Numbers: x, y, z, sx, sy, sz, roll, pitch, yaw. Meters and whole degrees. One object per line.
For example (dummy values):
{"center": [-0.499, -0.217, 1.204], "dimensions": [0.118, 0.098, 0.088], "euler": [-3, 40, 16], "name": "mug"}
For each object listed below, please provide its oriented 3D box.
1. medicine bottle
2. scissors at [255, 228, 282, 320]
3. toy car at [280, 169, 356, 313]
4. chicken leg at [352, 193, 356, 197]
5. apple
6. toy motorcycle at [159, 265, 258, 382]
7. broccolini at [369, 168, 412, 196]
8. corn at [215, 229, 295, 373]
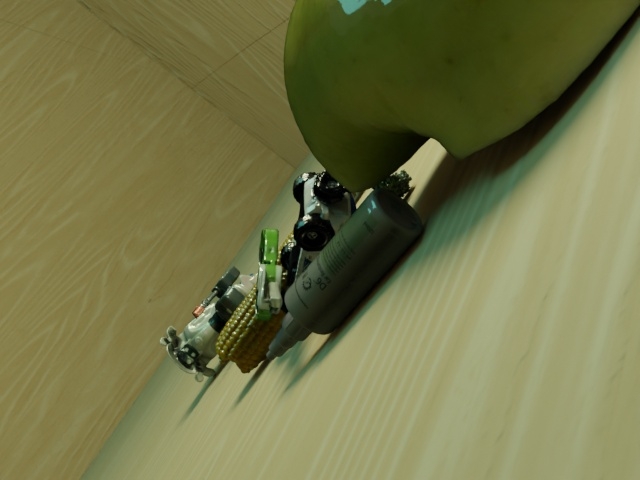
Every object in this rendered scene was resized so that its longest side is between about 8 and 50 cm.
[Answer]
{"center": [0.009, 0.041, 0.885], "dimensions": [0.199, 0.057, 0.057], "euler": [-49, 7, 28], "name": "medicine bottle"}
{"center": [-0.052, 0.044, 1.008], "dimensions": [0.204, 0.027, 0.101], "euler": [-130, 43, -83], "name": "scissors"}
{"center": [0.000, 0.000, 1.024], "dimensions": [0.080, 0.070, 0.171], "euler": [-91, 11, -45], "name": "toy car"}
{"center": [0.045, -0.111, 1.445], "dimensions": [0.196, 0.080, 0.125], "euler": [-55, 19, -13], "name": "chicken leg"}
{"center": [0.144, -0.207, 0.868], "dimensions": [0.360, 0.320, 0.312], "euler": [-54, -28, -23], "name": "apple"}
{"center": [-0.155, 0.127, 1.497], "dimensions": [0.150, 0.102, 0.221], "euler": [-41, -5, -47], "name": "toy motorcycle"}
{"center": [0.034, -0.040, 1.106], "dimensions": [0.194, 0.054, 0.052], "euler": [-15, 77, 54], "name": "broccolini"}
{"center": [-0.046, 0.063, 1.152], "dimensions": [0.207, 0.068, 0.068], "euler": [-55, 6, -3], "name": "corn"}
